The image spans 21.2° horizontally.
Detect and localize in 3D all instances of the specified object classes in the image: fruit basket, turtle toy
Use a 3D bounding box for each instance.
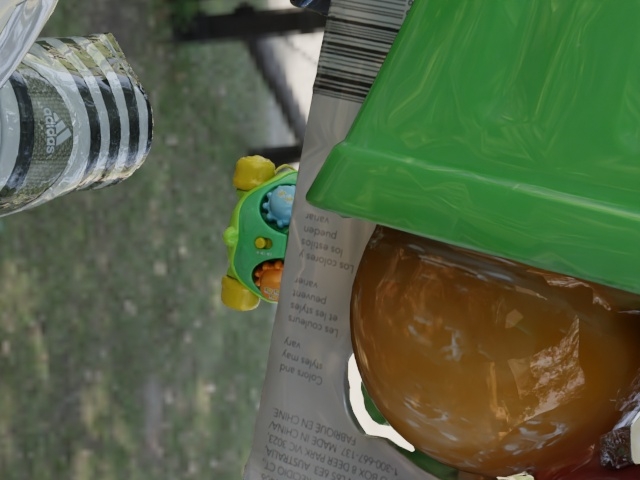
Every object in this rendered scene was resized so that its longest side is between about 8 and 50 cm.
[{"bbox_3d":[0.117,0.078,0.583,0.165,0.327,0.353,-7,108,-54],"label":"fruit basket"},{"bbox_3d":[0.000,0.000,1.032,0.130,0.066,0.095,1,100,-32],"label":"turtle toy"}]

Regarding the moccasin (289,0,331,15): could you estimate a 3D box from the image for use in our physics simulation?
[{"bbox_3d":[0.023,-0.330,1.697,0.342,0.117,0.138,94,-11,-53],"label":"moccasin"}]

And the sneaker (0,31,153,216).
[{"bbox_3d":[-0.307,-0.078,1.220,0.257,0.447,0.169,-3,100,-54],"label":"sneaker"}]

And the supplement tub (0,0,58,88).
[{"bbox_3d":[-0.295,-0.173,0.799,0.228,0.316,0.228,-52,178,-2],"label":"supplement tub"}]
